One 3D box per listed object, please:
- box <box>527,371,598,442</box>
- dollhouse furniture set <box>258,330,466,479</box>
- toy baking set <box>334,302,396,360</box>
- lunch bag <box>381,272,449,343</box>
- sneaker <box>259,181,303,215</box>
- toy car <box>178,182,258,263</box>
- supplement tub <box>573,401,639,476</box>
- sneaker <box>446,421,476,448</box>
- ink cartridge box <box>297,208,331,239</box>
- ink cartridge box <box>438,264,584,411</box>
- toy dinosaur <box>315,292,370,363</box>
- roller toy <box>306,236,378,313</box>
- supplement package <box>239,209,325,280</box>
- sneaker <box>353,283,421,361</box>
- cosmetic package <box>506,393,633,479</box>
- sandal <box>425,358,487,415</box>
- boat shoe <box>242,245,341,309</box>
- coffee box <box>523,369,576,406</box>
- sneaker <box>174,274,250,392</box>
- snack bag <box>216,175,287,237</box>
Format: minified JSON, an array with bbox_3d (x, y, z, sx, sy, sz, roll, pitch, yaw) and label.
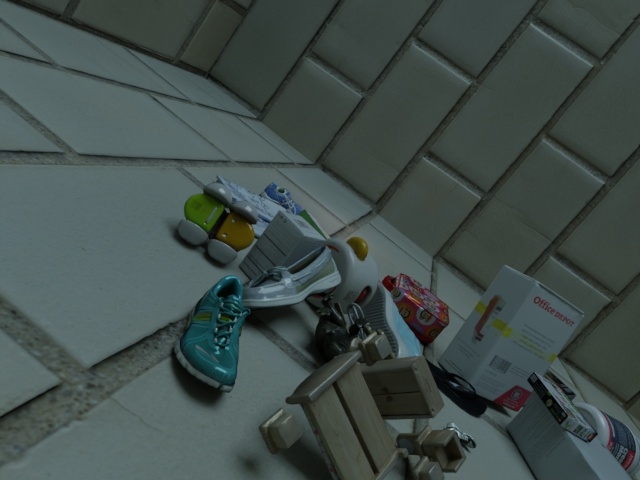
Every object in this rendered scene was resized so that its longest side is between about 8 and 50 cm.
[{"bbox_3d":[0.675,0.464,1.515,0.114,0.036,0.207,32,14,-13],"label":"box"},{"bbox_3d":[0.048,0.348,0.916,0.355,0.173,0.303,-28,95,-46],"label":"dollhouse furniture set"},{"bbox_3d":[0.115,0.246,1.223,0.030,0.197,0.256,-22,32,-23],"label":"toy baking set"},{"bbox_3d":[0.322,0.219,1.898,0.258,0.120,0.293,38,14,6],"label":"lunch bag"},{"bbox_3d":[-0.133,-0.150,2.042,0.211,0.081,0.080,24,17,-47],"label":"sneaker"},{"bbox_3d":[-0.250,-0.037,1.303,0.182,0.159,0.136,34,-20,-13],"label":"toy car"},{"bbox_3d":[0.916,0.665,1.780,0.272,0.191,0.191,30,16,-26],"label":"supplement tub"},{"bbox_3d":[0.336,0.476,1.296,0.083,0.032,0.037,35,27,11],"label":"sneaker"},{"bbox_3d":[0.000,0.000,1.832,0.209,0.062,0.109,53,7,23],"label":"ink cartridge box"},{"bbox_3d":[0.605,0.312,1.708,0.279,0.385,0.160,30,7,-29],"label":"ink cartridge box"},{"bbox_3d":[0.033,0.220,1.190,0.121,0.160,0.313,-15,31,-30],"label":"toy dinosaur"},{"bbox_3d":[0.047,0.095,1.452,0.209,0.191,0.146,-10,-22,40],"label":"roller toy"},{"bbox_3d":[-0.095,0.031,1.336,0.105,0.179,0.105,44,15,26],"label":"supplement package"},{"bbox_3d":[0.187,0.262,1.441,0.150,0.135,0.366,40,20,-22],"label":"sneaker"},{"bbox_3d":[0.691,0.617,1.441,0.217,0.156,0.385,31,14,-17],"label":"cosmetic package"},{"bbox_3d":[0.380,0.412,1.547,0.254,0.054,0.097,37,14,-2],"label":"sandal"},{"bbox_3d":[-0.071,0.087,1.207,0.320,0.118,0.103,-15,91,-49],"label":"boat shoe"},{"bbox_3d":[0.833,0.567,2.043,0.297,0.119,0.168,20,21,-50],"label":"coffee box"},{"bbox_3d":[-0.174,0.146,0.913,0.107,0.110,0.275,32,15,-22],"label":"sneaker"},{"bbox_3d":[-0.173,-0.070,1.776,0.323,0.037,0.342,27,17,-39],"label":"snack bag"}]
